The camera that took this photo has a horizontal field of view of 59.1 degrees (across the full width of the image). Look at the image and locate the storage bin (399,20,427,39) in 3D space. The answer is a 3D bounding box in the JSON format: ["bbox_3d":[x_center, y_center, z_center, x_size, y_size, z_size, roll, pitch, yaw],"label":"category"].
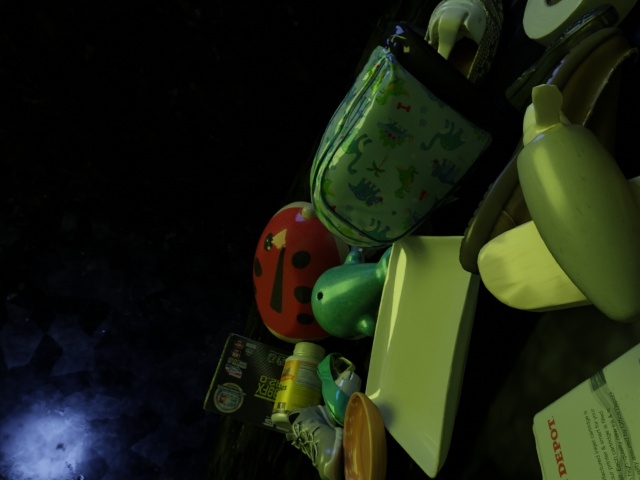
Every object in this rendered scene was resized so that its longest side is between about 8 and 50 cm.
[{"bbox_3d":[0.252,-0.452,1.411,0.084,0.180,0.122,-90,24,-58],"label":"storage bin"}]

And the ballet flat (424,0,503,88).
[{"bbox_3d":[0.265,-0.362,1.200,0.182,0.164,0.482,18,-89,-64],"label":"ballet flat"}]

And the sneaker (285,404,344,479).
[{"bbox_3d":[-0.016,0.433,1.201,0.281,0.116,0.105,-172,86,-82],"label":"sneaker"}]

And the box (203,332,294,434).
[{"bbox_3d":[-0.164,0.403,1.584,0.060,0.270,0.216,159,132,-76],"label":"box"}]

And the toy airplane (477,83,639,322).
[{"bbox_3d":[0.302,-0.068,0.297,0.386,0.273,0.384,-55,32,2],"label":"toy airplane"}]

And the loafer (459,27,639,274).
[{"bbox_3d":[0.318,-0.097,0.728,0.365,0.130,0.134,-60,-22,-1],"label":"loafer"}]

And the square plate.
[{"bbox_3d":[0.167,0.161,0.948,0.347,0.049,0.343,-172,93,-78],"label":"square plate"}]

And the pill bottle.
[{"bbox_3d":[-0.049,0.381,1.477,0.117,0.117,0.214,130,158,-57],"label":"pill bottle"}]

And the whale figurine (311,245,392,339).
[{"bbox_3d":[0.082,0.112,1.266,0.272,0.141,0.216,-41,47,42],"label":"whale figurine"}]

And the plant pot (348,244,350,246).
[{"bbox_3d":[0.000,0.000,1.669,0.234,0.166,0.165,-42,-33,-45],"label":"plant pot"}]

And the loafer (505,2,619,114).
[{"bbox_3d":[0.364,-0.257,0.838,0.076,0.078,0.223,-41,-5,-23],"label":"loafer"}]

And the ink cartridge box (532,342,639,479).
[{"bbox_3d":[0.279,0.171,0.446,0.153,0.087,0.208,-82,18,-46],"label":"ink cartridge box"}]

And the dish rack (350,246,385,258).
[{"bbox_3d":[0.178,-0.124,1.448,0.285,0.073,0.332,123,163,-47],"label":"dish rack"}]

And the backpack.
[{"bbox_3d":[0.129,-0.155,1.022,0.355,0.290,0.273,-45,18,24],"label":"backpack"}]

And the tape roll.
[{"bbox_3d":[0.413,-0.404,0.876,0.219,0.072,0.219,-158,90,-79],"label":"tape roll"}]

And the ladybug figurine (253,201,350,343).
[{"bbox_3d":[-0.063,0.104,1.492,0.162,0.305,0.448,-34,-41,-43],"label":"ladybug figurine"}]

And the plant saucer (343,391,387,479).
[{"bbox_3d":[0.079,0.374,1.009,0.200,0.037,0.199,-176,90,-79],"label":"plant saucer"}]

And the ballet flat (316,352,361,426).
[{"bbox_3d":[0.046,0.317,1.267,0.087,0.083,0.247,-53,16,6],"label":"ballet flat"}]
